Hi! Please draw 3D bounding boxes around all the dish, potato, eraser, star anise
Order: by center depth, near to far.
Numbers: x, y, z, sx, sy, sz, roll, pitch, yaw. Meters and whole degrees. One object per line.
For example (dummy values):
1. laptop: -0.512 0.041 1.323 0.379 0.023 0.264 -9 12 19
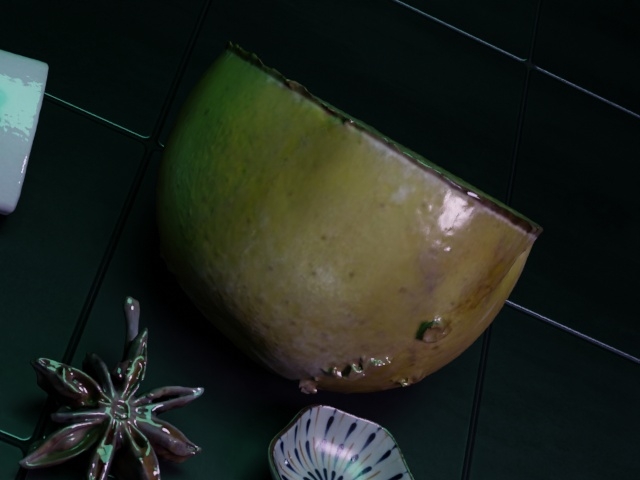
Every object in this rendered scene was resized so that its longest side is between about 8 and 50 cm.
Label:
1. star anise: -0.225 0.182 1.763 0.209 0.089 0.231 42 50 -9
2. dish: 0.016 0.282 1.829 0.190 0.066 0.191 17 47 -20
3. eraser: -0.477 -0.154 1.869 0.290 0.104 0.189 15 76 -18
4. potato: 0.000 0.000 1.919 0.442 0.319 0.385 34 4 13
